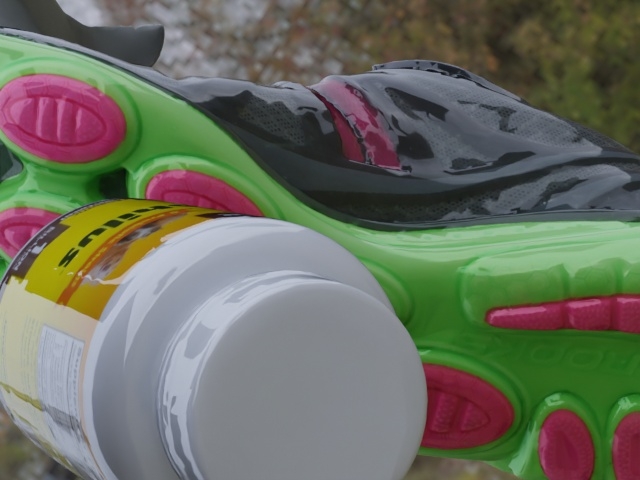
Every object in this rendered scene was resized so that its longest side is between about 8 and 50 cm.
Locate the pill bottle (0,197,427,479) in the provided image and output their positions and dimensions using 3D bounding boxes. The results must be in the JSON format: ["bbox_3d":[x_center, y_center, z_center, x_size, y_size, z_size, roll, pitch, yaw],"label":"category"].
[{"bbox_3d":[-0.044,0.046,0.669,0.117,0.117,0.215,-56,22,-10],"label":"pill bottle"}]

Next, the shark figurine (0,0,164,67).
[{"bbox_3d":[-0.149,-0.119,1.014,0.166,0.116,0.278,-100,-3,-54],"label":"shark figurine"}]

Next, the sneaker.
[{"bbox_3d":[0.000,0.000,0.908,0.202,0.483,0.185,-95,22,-66],"label":"sneaker"}]
